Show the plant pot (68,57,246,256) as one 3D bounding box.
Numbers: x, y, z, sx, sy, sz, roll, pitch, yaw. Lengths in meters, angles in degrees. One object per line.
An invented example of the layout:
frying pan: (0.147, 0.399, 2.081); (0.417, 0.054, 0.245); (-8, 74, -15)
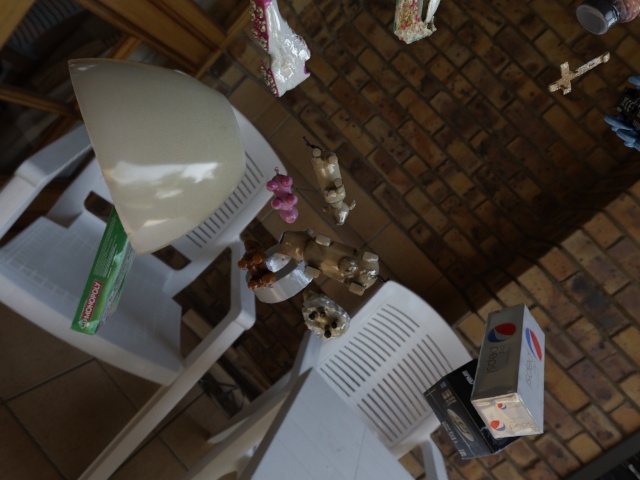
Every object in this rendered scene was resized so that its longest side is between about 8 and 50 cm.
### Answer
plant pot: (-0.224, -0.138, 0.646); (0.284, 0.191, 0.283); (162, -90, -72)

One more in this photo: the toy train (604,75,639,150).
toy train: (0.432, -0.143, 0.520); (0.105, 0.080, 0.184); (17, 35, 2)

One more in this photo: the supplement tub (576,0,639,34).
supplement tub: (0.561, -0.467, 0.752); (0.106, 0.198, 0.106); (44, 13, -13)

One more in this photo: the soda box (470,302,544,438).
soda box: (0.292, 0.189, 0.650); (0.073, 0.069, 0.216); (56, 36, -8)

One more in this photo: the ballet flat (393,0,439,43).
ballet flat: (0.178, -0.467, 0.723); (0.077, 0.240, 0.091); (23, 37, 37)

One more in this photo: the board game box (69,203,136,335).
board game box: (-0.408, 0.012, 0.871); (0.046, 0.317, 0.213); (19, -3, -17)

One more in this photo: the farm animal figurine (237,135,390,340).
farm animal figurine: (0.000, 0.000, 0.918); (0.327, 0.330, 0.172); (38, 2, 0)

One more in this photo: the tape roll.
tape roll: (-0.119, 0.091, 1.308); (0.072, 0.219, 0.219); (60, 5, -28)

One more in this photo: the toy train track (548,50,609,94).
toy train track: (0.352, -0.227, 0.575); (0.048, 0.083, 0.014); (52, 12, -40)

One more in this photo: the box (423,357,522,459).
box: (0.289, 0.331, 0.826); (0.147, 0.078, 0.180); (59, -16, 25)

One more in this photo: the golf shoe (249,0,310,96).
golf shoe: (-0.103, -0.539, 1.148); (0.115, 0.140, 0.306); (61, -10, 25)
